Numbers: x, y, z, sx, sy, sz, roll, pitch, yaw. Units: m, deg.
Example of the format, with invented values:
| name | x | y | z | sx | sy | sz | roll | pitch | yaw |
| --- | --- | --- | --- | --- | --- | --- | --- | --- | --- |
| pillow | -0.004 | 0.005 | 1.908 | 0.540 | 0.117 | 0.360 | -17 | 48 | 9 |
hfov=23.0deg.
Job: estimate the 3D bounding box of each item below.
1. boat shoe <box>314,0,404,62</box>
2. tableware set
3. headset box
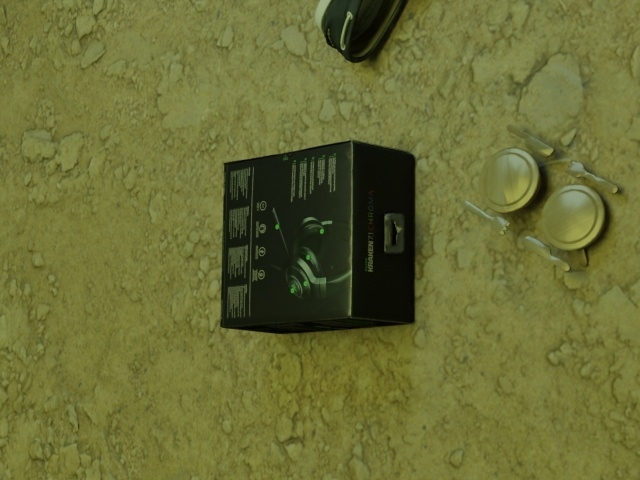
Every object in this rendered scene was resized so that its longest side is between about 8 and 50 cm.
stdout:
| name | x | y | z | sx | sy | sz | roll | pitch | yaw |
| --- | --- | --- | --- | --- | --- | --- | --- | --- | --- |
| boat shoe | 0.098 | -0.385 | 2.188 | 0.091 | 0.114 | 0.302 | 56 | 134 | 35 |
| tableware set | 0.284 | -0.049 | 1.999 | 0.194 | 0.039 | 0.128 | 35 | 97 | 36 |
| headset box | 0.000 | 0.000 | 2.209 | 0.283 | 0.131 | 0.246 | -9 | 78 | 44 |
